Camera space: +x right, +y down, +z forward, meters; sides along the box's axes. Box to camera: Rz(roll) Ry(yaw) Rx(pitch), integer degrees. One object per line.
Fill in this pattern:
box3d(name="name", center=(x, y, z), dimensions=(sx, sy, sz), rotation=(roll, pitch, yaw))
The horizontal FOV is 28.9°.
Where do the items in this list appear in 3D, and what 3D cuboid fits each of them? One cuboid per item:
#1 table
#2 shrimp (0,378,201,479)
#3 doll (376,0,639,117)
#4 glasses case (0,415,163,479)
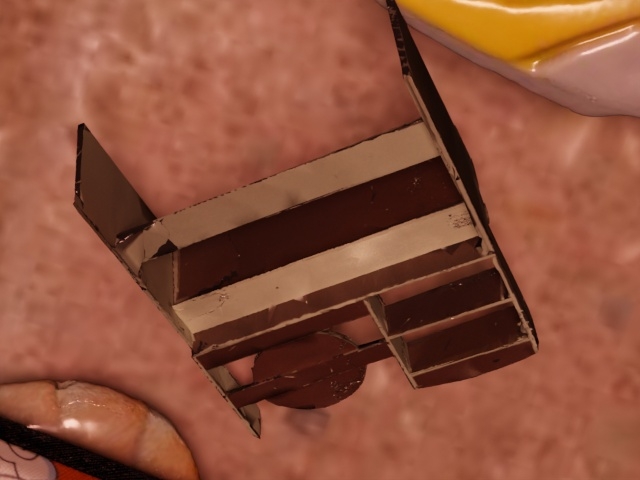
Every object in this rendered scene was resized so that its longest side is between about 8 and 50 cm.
box3d(name="table", center=(0.000, 0.000, 0.551), dimensions=(0.146, 0.062, 0.175), rotation=(-20, 134, 13))
box3d(name="shrimp", center=(-0.181, 0.144, 0.593), dimensions=(0.254, 0.059, 0.145), rotation=(-14, 109, -5))
box3d(name="doll", center=(0.160, -0.095, 0.548), dimensions=(0.316, 0.103, 0.145), rotation=(33, 92, -12))
box3d(name="glasses case", center=(-0.120, 0.141, 0.535), dimensions=(0.267, 0.067, 0.103), rotation=(25, 103, -19))
